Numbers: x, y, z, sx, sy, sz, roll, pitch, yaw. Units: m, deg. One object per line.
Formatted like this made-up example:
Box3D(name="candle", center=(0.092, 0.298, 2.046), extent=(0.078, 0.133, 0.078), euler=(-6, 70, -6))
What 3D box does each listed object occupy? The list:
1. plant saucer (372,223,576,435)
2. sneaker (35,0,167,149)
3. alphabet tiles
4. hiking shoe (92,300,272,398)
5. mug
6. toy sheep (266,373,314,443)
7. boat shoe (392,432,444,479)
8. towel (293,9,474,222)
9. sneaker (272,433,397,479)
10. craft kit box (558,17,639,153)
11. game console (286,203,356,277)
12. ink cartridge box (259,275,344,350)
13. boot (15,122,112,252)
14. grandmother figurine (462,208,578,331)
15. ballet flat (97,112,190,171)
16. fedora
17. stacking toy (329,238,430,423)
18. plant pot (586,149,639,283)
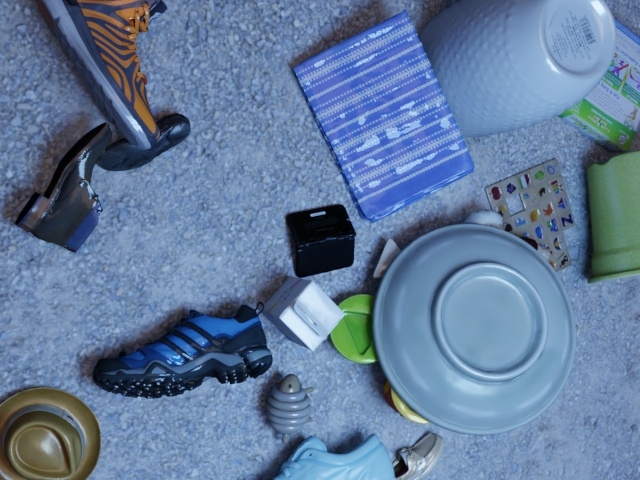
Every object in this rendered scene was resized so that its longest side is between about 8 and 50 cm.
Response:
Box3D(name="plant saucer", center=(0.298, 0.153, 1.333), extent=(0.400, 0.100, 0.401), euler=(2, 76, -7))
Box3D(name="sneaker", center=(-0.311, -0.318, 1.184), extent=(0.180, 0.124, 0.321), euler=(-32, 95, -19))
Box3D(name="alphabet tiles", center=(0.470, -0.035, 1.576), extent=(0.198, 0.009, 0.237), euler=(-22, 99, -20))
Box3D(name="hiking shoe", center=(-0.240, 0.192, 1.262), extent=(0.304, 0.113, 0.132), euler=(-6, 63, -16))
Box3D(name="mug", center=(0.359, -0.395, 1.353), extent=(0.276, 0.328, 0.374), euler=(-16, 97, -21))
Box3D(name="toy sheep", center=(-0.057, 0.309, 1.332), extent=(0.091, 0.091, 0.132), euler=(-1, 97, -22))
Box3D(name="boat shoe", center=(0.177, 0.443, 1.437), extent=(0.170, 0.063, 0.059), euler=(-46, 112, -14))
Box3D(name="towel", center=(0.123, -0.227, 1.372), extent=(0.243, 0.040, 0.336), euler=(-26, 101, 3))
Box3D(name="sneaker", center=(-0.040, 0.446, 1.335), extent=(0.365, 0.135, 0.150), euler=(-8, 68, -19))
Box3D(name="craft kit box", center=(0.625, -0.359, 1.609), extent=(0.250, 0.061, 0.247), euler=(28, 78, -20))
Box3D(name="game console", center=(0.000, 0.000, 1.386), extent=(0.122, 0.071, 0.107), euler=(-12, 65, -22))
Box3D(name="ink cartridge box", center=(-0.031, 0.130, 1.305), extent=(0.092, 0.143, 0.090), euler=(46, 75, -17))
Box3D(name="boot", center=(-0.392, -0.085, 1.201), extent=(0.106, 0.082, 0.219), euler=(40, 85, -29))
Box3D(name="grandmother figurine", center=(0.406, 0.076, 1.498), extent=(0.208, 0.104, 0.342), euler=(-45, 106, -31))
Box3D(name="ballet flat", center=(-0.304, -0.167, 1.252), extent=(0.173, 0.049, 0.057), euler=(-27, 128, -14))
Box3D(name="fedora", center=(-0.449, 0.337, 1.176), extent=(0.194, 0.079, 0.194), euler=(-1, 92, -22))
Box3D(name="stacking toy", center=(0.169, 0.176, 1.432), extent=(0.279, 0.130, 0.309), euler=(34, 73, 4))
Box3D(name="plant pot", center=(0.688, -0.056, 1.547), extent=(0.276, 0.276, 0.254), euler=(-6, 82, -22))
